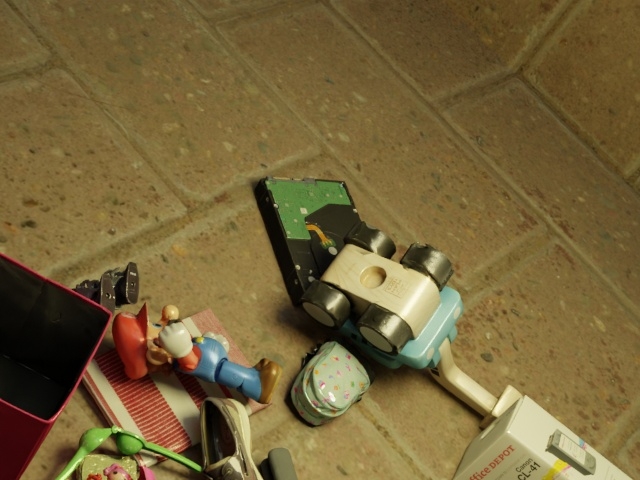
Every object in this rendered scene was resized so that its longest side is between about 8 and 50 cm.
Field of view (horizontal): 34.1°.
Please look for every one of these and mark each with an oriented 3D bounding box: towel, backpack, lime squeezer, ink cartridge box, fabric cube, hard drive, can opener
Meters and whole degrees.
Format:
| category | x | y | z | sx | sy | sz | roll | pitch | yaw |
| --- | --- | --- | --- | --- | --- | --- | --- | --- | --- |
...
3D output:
| category | x | y | z | sx | sy | sz | roll | pitch | yaw |
| --- | --- | --- | --- | --- | --- | --- | --- | --- | --- |
| towel | -0.275 | 0.280 | 1.998 | 0.329 | 0.037 | 0.237 | -22 | 69 | -42 |
| towel | -0.367 | 0.435 | 1.796 | 0.110 | 0.027 | 0.148 | 10 | 47 | -27 |
| backpack | 0.018 | 0.288 | 2.125 | 0.152 | 0.115 | 0.182 | 43 | 44 | 4 |
| lime squeezer | -0.348 | 0.371 | 1.806 | 0.310 | 0.059 | 0.110 | -2 | 53 | -38 |
| ink cartridge box | 0.460 | 0.501 | 2.141 | 0.306 | 0.226 | 0.131 | 37 | 40 | 3 |
| fabric cube | -0.535 | 0.216 | 1.712 | 0.259 | 0.258 | 0.254 | 29 | 41 | -8 |
| hard drive | 0.000 | 0.000 | 2.417 | 0.237 | 0.064 | 0.339 | 2 | 52 | -33 |
| can opener | -0.063 | 0.511 | 1.894 | 0.093 | 0.074 | 0.280 | 7 | 48 | -28 |

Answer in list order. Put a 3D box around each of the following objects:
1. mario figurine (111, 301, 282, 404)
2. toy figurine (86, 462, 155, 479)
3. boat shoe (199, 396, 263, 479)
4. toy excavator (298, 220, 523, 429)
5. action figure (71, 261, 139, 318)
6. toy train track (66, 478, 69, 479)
| category | x | y | z | sx | sy | sz | roll | pitch | yaw |
| --- | --- | --- | --- | --- | --- | --- | --- | --- | --- |
| mario figurine | -0.227 | 0.190 | 1.936 | 0.321 | 0.198 | 0.170 | 21 | 48 | -14 |
| toy figurine | -0.344 | 0.426 | 1.720 | 0.173 | 0.130 | 0.159 | 37 | 43 | 12 |
| boat shoe | -0.166 | 0.412 | 1.868 | 0.092 | 0.103 | 0.285 | 28 | 42 | -50 |
| toy excavator | 0.220 | 0.213 | 2.236 | 0.433 | 0.445 | 0.222 | 23 | 66 | 31 |
| action figure | -0.461 | 0.111 | 1.871 | 0.185 | 0.285 | 0.099 | 1 | 79 | -60 |
| toy train track | -0.444 | 0.439 | 1.752 | 0.048 | 0.014 | 0.083 | 35 | 46 | -12 |
